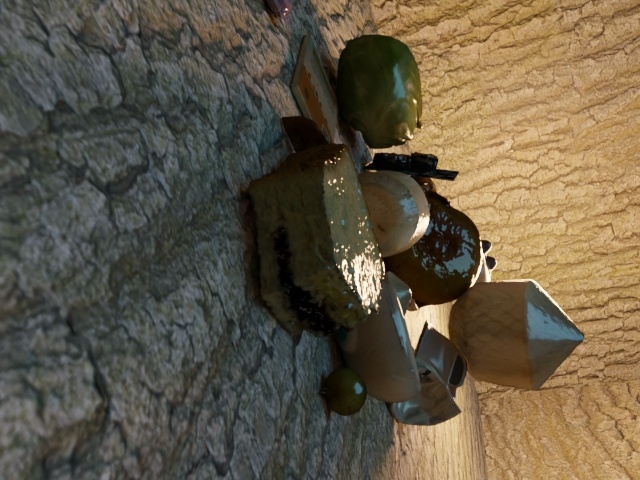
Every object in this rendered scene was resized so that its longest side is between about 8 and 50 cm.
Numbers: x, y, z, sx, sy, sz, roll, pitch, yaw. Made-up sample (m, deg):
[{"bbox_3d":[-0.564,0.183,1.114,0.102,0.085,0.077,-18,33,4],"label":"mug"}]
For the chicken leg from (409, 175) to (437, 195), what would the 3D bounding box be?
[{"bbox_3d":[0.308,-0.149,1.667,0.251,0.087,0.107,122,-54,-82],"label":"chicken leg"}]

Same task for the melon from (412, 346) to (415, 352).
[{"bbox_3d":[0.209,0.267,1.349,0.118,0.064,0.209,-22,95,-72],"label":"melon"}]

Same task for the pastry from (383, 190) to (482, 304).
[{"bbox_3d":[0.309,0.017,1.469,0.356,0.164,0.355,14,58,-23],"label":"pastry"}]

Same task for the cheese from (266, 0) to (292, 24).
[{"bbox_3d":[-0.096,-0.531,1.037,0.105,0.042,0.190,-12,87,-74],"label":"cheese"}]

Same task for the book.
[{"bbox_3d":[-0.006,-0.336,1.205,0.295,0.020,0.207,-83,153,-48],"label":"book"}]

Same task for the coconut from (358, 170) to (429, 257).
[{"bbox_3d":[0.136,-0.059,1.147,0.222,0.202,0.202,-17,93,-67],"label":"coconut"}]

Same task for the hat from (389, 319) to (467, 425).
[{"bbox_3d":[0.244,0.318,1.261,0.219,0.164,0.226,42,33,-27],"label":"hat"}]

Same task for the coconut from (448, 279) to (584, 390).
[{"bbox_3d":[0.514,0.248,1.348,0.329,0.329,0.328,-14,90,-73],"label":"coconut"}]

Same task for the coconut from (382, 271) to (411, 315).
[{"bbox_3d":[0.142,0.127,1.139,0.116,0.122,0.116,-15,90,-73],"label":"coconut"}]

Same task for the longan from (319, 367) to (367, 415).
[{"bbox_3d":[0.035,0.245,0.830,0.083,0.075,0.075,0,72,-30],"label":"longan"}]

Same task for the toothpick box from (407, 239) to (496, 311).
[{"bbox_3d":[0.413,0.093,1.685,0.229,0.317,0.228,-15,90,-73],"label":"toothpick box"}]

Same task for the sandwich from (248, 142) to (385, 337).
[{"bbox_3d":[0.000,-0.001,0.792,0.325,0.131,0.262,-59,134,-69],"label":"sandwich"}]

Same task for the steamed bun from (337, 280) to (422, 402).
[{"bbox_3d":[0.103,0.191,0.957,0.177,0.131,0.228,-62,135,-79],"label":"steamed bun"}]

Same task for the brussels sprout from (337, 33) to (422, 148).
[{"bbox_3d":[0.163,-0.423,1.448,0.328,0.247,0.327,3,90,-72],"label":"brussels sprout"}]

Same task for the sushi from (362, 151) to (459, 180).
[{"bbox_3d":[0.295,-0.248,1.622,0.294,0.292,0.059,-41,139,-70],"label":"sushi"}]

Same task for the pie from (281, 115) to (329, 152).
[{"bbox_3d":[-0.006,-0.145,0.948,0.033,0.088,0.191,-34,112,-41],"label":"pie"}]
